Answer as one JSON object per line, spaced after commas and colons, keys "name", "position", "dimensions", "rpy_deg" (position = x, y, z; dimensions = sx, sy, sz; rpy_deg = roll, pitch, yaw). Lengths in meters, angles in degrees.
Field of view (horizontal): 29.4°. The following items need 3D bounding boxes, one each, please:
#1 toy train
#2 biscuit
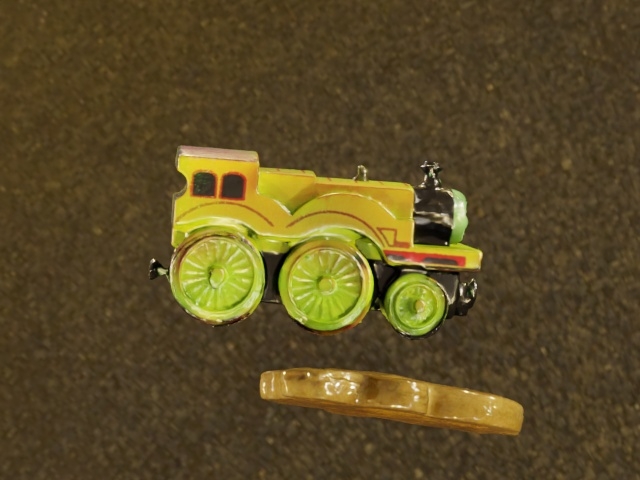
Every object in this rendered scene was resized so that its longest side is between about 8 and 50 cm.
{"name": "toy train", "position": [0.000, 0.000, 1.085], "dimensions": [0.296, 0.100, 0.161], "rpy_deg": [6, 96, -9]}
{"name": "biscuit", "position": [0.073, 0.142, 1.092], "dimensions": [0.248, 0.184, 0.035], "rpy_deg": [11, 78, -13]}
